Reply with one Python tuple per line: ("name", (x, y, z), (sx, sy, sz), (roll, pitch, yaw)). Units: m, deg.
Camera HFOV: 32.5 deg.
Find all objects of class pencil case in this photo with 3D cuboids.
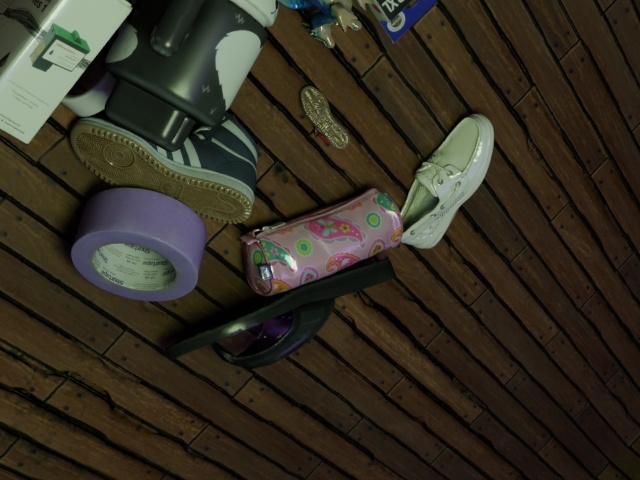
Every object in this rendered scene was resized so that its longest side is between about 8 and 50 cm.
("pencil case", (0.000, 0.000, 1.881), (0.284, 0.124, 0.124), (-20, 131, -24))

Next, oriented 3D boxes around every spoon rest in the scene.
("spoon rest", (-0.253, -0.277, 1.508), (0.276, 0.084, 0.137), (-48, 137, 3))

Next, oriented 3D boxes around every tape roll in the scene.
("tape roll", (-0.268, 0.009, 1.633), (0.189, 0.080, 0.189), (5, 146, 4))

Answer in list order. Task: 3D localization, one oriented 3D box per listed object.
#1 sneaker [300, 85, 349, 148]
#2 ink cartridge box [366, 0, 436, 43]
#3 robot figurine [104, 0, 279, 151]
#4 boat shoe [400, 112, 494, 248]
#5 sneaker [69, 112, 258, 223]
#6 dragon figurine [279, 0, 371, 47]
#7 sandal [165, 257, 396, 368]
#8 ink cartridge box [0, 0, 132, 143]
("sneaker", (-0.001, -0.201, 1.795), (0.042, 0.067, 0.118), (-37, 106, -7))
("ink cartridge box", (0.108, -0.464, 1.664), (0.176, 0.069, 0.371), (-45, 139, -2))
("robot figurine", (-0.167, -0.256, 1.428), (0.174, 0.209, 0.278), (30, 88, -33))
("boat shoe", (0.216, -0.106, 1.982), (0.096, 0.098, 0.277), (8, 117, -42))
("sneaker", (-0.221, -0.139, 1.630), (0.282, 0.153, 0.099), (24, 137, -13))
("dragon figurine", (-0.020, -0.379, 1.595), (0.289, 0.144, 0.085), (42, 76, -38))
("sandal", (-0.048, 0.142, 1.901), (0.446, 0.167, 0.107), (-19, 88, -27))
("ink cartridge box", (-0.361, -0.258, 1.383), (0.219, 0.160, 0.093), (-52, 137, 5))
